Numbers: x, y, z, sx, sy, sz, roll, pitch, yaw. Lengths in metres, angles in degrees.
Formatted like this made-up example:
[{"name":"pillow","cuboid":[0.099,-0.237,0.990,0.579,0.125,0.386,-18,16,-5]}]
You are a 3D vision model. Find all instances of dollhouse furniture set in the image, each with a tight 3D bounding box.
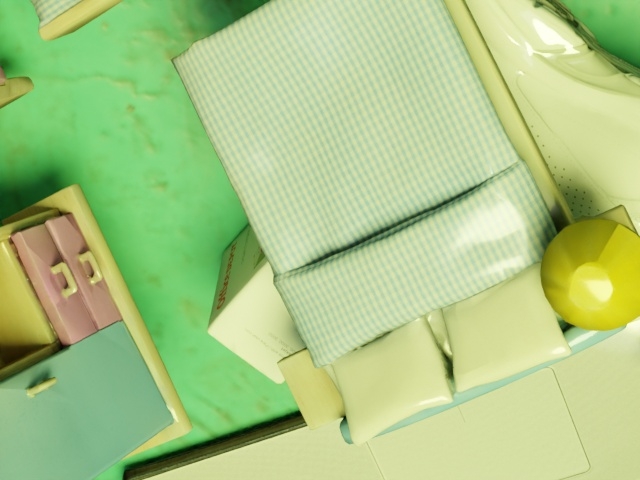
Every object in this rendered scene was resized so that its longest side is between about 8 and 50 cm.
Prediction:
[{"name":"dollhouse furniture set","cuboid":[-0.057,-0.032,0.533,0.303,0.198,0.286,-24,92,22]}]

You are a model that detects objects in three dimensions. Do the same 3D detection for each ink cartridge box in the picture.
[{"name":"ink cartridge box","cuboid":[0.000,0.000,0.678,0.052,0.088,0.122,35,113,-14]}]

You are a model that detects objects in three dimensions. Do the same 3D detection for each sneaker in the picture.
[{"name":"sneaker","cuboid":[0.125,-0.032,0.621,0.232,0.090,0.115,39,110,20]}]

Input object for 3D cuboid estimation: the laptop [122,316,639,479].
[{"name":"laptop","cuboid":[0.128,0.295,0.742,0.381,0.236,0.408,-19,115,11]}]
